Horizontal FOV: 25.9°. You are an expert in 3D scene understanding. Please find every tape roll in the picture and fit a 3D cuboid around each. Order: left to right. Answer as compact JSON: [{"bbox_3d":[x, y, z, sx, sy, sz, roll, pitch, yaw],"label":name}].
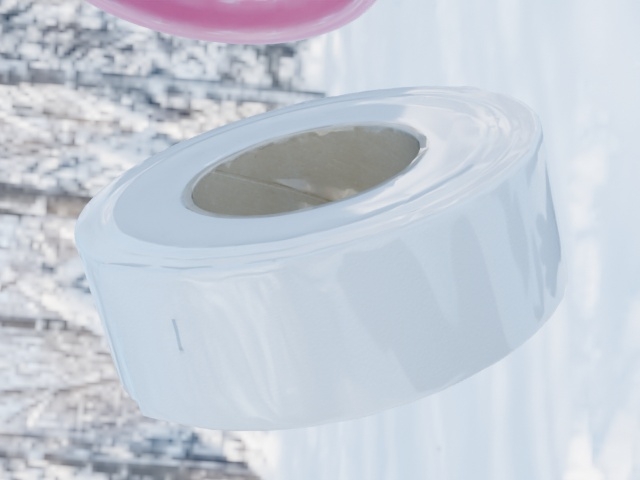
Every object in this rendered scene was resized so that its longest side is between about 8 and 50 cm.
[{"bbox_3d":[0.000,0.000,0.834,0.286,0.286,0.100,-90,-12,-68],"label":"tape roll"}]

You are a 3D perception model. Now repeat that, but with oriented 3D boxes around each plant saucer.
[{"bbox_3d":[-0.099,-0.288,1.240,0.332,0.332,0.084,99,178,-70],"label":"plant saucer"}]
